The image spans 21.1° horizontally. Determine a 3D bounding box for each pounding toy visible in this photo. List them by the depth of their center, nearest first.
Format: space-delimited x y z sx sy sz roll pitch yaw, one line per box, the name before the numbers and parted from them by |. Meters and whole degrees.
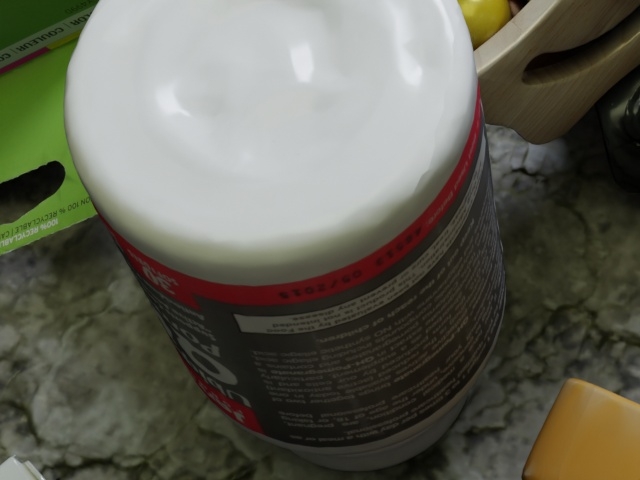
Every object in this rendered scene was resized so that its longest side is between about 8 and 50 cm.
pounding toy | 0.167 -0.151 0.853 0.269 0.154 0.155 -42 55 1

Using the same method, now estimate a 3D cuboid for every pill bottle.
pill bottle | 0.000 0.000 0.840 0.176 0.318 0.176 -4 62 8

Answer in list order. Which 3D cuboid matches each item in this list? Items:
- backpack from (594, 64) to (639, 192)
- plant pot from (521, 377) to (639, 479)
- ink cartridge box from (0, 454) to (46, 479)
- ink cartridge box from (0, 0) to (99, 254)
backpack | 0.240 -0.108 0.966 0.182 0.115 0.152 -14 65 8
plant pot | 0.164 0.193 0.798 0.205 0.205 0.188 27 87 21
ink cartridge box | -0.179 0.240 0.878 0.212 0.093 0.154 -42 65 -10
ink cartridge box | -0.211 -0.122 1.028 0.189 0.097 0.255 -21 59 28
